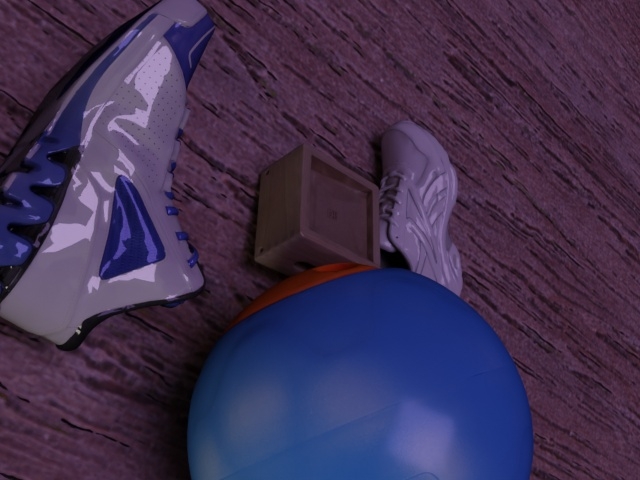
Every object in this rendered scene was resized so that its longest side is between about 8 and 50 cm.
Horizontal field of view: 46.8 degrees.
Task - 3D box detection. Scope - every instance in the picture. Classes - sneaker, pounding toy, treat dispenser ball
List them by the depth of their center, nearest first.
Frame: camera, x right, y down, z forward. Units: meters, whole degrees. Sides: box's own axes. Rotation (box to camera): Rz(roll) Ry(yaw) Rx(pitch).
[{"bbox_3d":[-0.168,-0.039,0.629,0.182,0.127,0.316,41,65,-30],"label":"sneaker"},{"bbox_3d":[0.032,0.162,0.630,0.288,0.288,0.288,9,75,-38],"label":"treat dispenser ball"},{"bbox_3d":[0.000,0.000,0.776,0.141,0.100,0.130,27,51,-35],"label":"pounding toy"},{"bbox_3d":[0.096,-0.026,0.853,0.115,0.090,0.232,-5,83,-36],"label":"sneaker"}]
